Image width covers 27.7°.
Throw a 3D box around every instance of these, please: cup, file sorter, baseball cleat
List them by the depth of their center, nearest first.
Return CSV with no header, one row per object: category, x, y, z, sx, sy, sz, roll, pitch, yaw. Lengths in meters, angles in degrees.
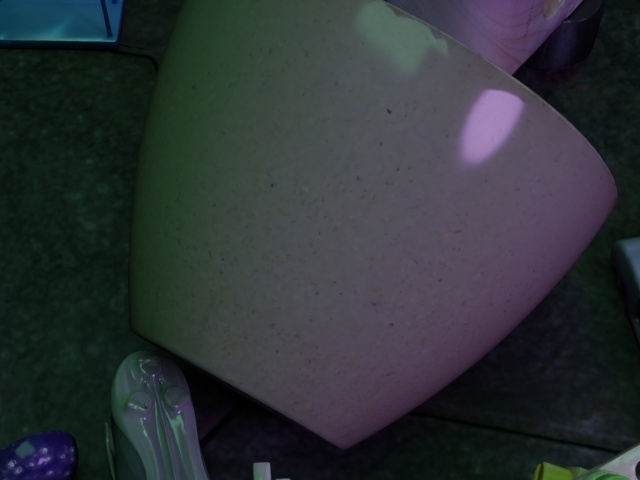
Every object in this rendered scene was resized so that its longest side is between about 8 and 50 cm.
baseball cleat,-0.105,0.180,0.875,0.072,0.109,0.206,0,60,-15
cup,0.000,0.000,0.889,0.331,0.331,0.237,27,82,16
file sorter,-0.236,-0.268,1.150,0.118,0.104,0.170,1,59,2

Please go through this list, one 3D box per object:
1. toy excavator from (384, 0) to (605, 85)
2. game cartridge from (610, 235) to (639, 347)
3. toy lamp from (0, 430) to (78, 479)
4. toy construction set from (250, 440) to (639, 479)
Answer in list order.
toy excavator,0.058,-0.331,1.121,0.445,0.222,0.433,28,50,20
game cartridge,0.351,0.110,0.946,0.198,0.062,0.297,-13,59,-2
toy lamp,-0.146,0.258,0.845,0.080,0.080,0.275,-24,59,-14
toy construction set,0.097,0.223,0.820,0.327,0.151,0.215,-4,83,7
